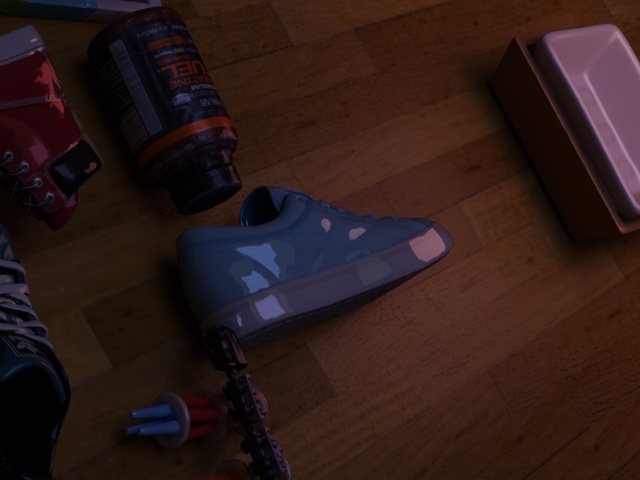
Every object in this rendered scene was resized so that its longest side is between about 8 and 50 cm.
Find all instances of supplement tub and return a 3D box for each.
[{"bbox_3d":[-0.149,-0.127,1.639,0.106,0.106,0.198,-14,75,-50],"label":"supplement tub"}]

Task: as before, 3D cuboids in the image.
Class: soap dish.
[{"bbox_3d":[0.364,-0.141,2.175,0.229,0.118,0.291,-16,75,-50],"label":"soap dish"}]

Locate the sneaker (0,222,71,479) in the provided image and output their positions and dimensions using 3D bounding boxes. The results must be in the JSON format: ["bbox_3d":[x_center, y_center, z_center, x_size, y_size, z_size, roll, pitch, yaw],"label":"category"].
[{"bbox_3d":[-0.260,0.095,1.351,0.108,0.121,0.302,14,54,-41],"label":"sneaker"}]

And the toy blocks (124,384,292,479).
[{"bbox_3d":[-0.105,0.194,1.497,0.148,0.054,0.123,-2,65,-47],"label":"toy blocks"}]

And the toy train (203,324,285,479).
[{"bbox_3d":[-0.068,0.150,1.504,0.036,0.027,0.158,8,56,-56],"label":"toy train"}]

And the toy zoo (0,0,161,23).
[{"bbox_3d":[-0.275,-0.315,1.701,0.293,0.030,0.192,-3,66,-47],"label":"toy zoo"}]

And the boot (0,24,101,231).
[{"bbox_3d":[-0.300,-0.071,1.420,0.244,0.088,0.176,-30,96,-45],"label":"boot"}]

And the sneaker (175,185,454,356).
[{"bbox_3d":[0.000,0.000,1.682,0.366,0.135,0.150,-17,79,-51],"label":"sneaker"}]
